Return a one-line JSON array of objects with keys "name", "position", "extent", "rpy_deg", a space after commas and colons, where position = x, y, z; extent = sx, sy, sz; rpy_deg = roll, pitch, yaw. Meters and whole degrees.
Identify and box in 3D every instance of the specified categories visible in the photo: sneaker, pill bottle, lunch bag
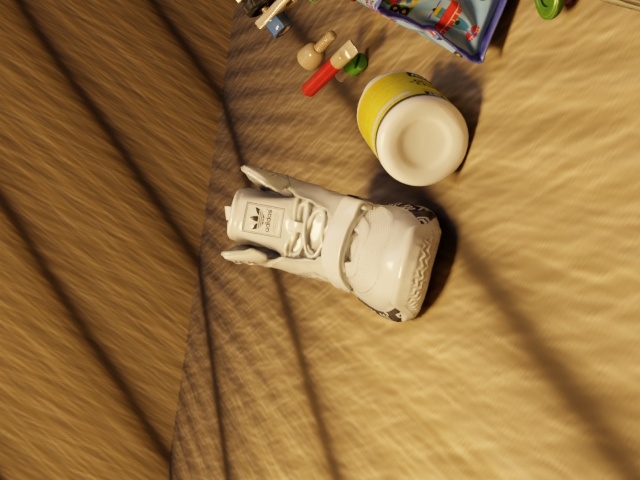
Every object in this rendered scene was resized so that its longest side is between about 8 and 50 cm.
[{"name": "sneaker", "position": [0.000, 0.000, 1.310], "extent": [0.366, 0.210, 0.137], "rpy_deg": [-151, 74, -76]}, {"name": "pill bottle", "position": [0.099, -0.137, 1.265], "extent": [0.184, 0.103, 0.103], "rpy_deg": [-113, 38, -66]}, {"name": "lunch bag", "position": [0.163, -0.368, 1.214], "extent": [0.293, 0.138, 0.221], "rpy_deg": [-62, 15, 13]}]

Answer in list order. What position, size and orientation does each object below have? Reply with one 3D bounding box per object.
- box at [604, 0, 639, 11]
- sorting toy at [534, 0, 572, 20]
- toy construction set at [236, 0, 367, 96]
[{"name": "box", "position": [0.261, -0.304, 0.793], "extent": [0.113, 0.094, 0.275], "rpy_deg": [-118, 43, -69]}, {"name": "sorting toy", "position": [0.221, -0.252, 1.038], "extent": [0.102, 0.042, 0.061], "rpy_deg": [-113, 20, -47]}, {"name": "toy construction set", "position": [0.020, -0.406, 1.660], "extent": [0.237, 0.257, 0.308], "rpy_deg": [-36, 63, 52]}]
